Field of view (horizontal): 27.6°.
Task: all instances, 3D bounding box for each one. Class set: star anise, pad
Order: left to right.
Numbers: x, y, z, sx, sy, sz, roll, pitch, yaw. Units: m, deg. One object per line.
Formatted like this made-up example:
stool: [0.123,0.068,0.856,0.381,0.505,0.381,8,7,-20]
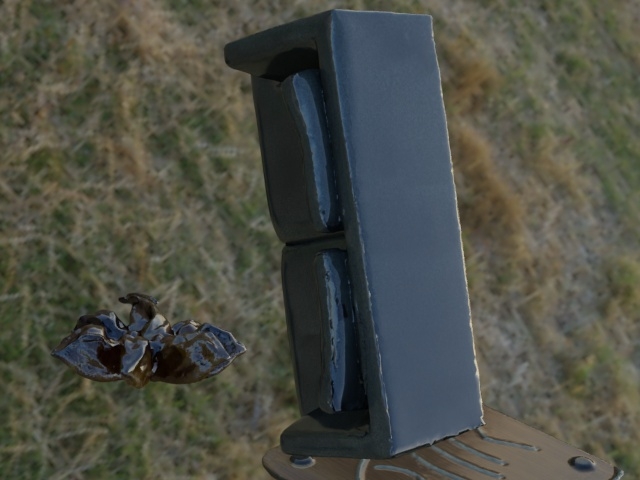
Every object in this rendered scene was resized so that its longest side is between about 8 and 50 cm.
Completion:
star anise: [-0.142,0.090,1.079,0.168,0.168,0.057,-17,119,-53]
pad: [0.123,0.237,1.351,0.284,0.286,0.018,-17,117,-41]

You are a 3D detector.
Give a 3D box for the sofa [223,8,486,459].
sofa: [0.000,0.000,0.451,0.060,0.085,0.147,-9,92,-38]
